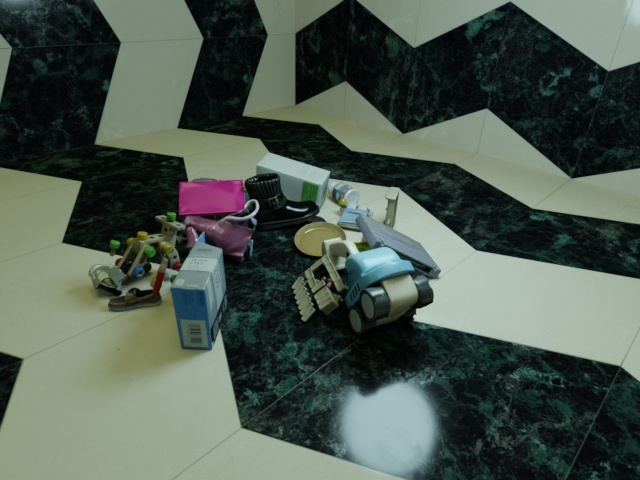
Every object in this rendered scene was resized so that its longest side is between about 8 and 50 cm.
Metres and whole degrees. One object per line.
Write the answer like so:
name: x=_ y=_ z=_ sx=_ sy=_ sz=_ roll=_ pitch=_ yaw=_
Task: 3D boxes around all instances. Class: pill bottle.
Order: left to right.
pill bottle: x=0.122 y=-0.262 z=2.379 sx=0.108 sy=0.107 sz=0.180 roll=-18 pitch=35 yaw=-31

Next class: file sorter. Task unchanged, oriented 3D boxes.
file sorter: x=-0.506 y=-0.150 z=2.038 sx=0.291 sy=0.182 sz=0.202 roll=-4 pitch=53 yaw=-12

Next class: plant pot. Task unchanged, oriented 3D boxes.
plant pot: x=0.000 y=0.000 z=1.958 sx=0.237 sy=0.032 sz=0.236 roll=-2 pitch=41 yaw=1

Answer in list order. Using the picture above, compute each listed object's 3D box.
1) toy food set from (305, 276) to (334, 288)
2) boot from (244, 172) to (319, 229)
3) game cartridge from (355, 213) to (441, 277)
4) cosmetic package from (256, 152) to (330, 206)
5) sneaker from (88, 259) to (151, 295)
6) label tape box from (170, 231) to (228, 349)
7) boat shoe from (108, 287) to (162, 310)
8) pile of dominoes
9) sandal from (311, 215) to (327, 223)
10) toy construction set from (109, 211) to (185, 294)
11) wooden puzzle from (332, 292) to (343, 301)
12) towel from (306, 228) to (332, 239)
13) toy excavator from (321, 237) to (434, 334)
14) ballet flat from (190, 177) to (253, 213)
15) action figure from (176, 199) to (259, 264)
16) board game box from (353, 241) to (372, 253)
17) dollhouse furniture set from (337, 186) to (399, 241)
toy food set: x=0.006 y=0.170 z=1.710 sx=0.122 sy=0.019 sz=0.078 roll=-6 pitch=31 yaw=-14
boot: x=-0.179 y=-0.208 z=2.082 sx=0.348 sy=0.260 sz=0.131 roll=-15 pitch=26 yaw=-17
game cartridge: x=0.317 y=0.023 z=1.785 sx=0.355 sy=0.068 sz=0.230 roll=24 pitch=19 yaw=-27
cosmetic package: x=-0.151 y=-0.309 z=2.293 sx=0.366 sy=0.196 sz=0.155 roll=17 pitch=41 yaw=10
sneaker: x=-0.758 y=0.154 z=1.657 sx=0.229 sy=0.086 sz=0.132 roll=-7 pitch=53 yaw=-36
label tape box: x=-0.389 y=0.160 z=1.475 sx=0.115 sy=0.249 sz=0.347 roll=3 pitch=30 yaw=3
boat shoe: x=-0.676 y=0.205 z=1.562 sx=0.183 sy=0.066 sz=0.066 roll=-7 pitch=31 yaw=-15
pile of dominoes: x=-0.007 y=0.182 z=1.605 sx=0.196 sy=0.040 sz=0.251 roll=-39 pitch=32 yaw=7
sandal: x=0.018 y=-0.060 z=2.101 sx=0.067 sy=0.040 sz=0.179 roll=-30 pitch=57 yaw=-35
toy construction set: x=-0.596 y=0.025 z=1.582 sx=0.258 sy=0.237 sz=0.309 roll=10 pitch=19 yaw=-39
wooden puzzle: x=0.046 y=0.219 z=1.641 sx=0.083 sy=0.006 sz=0.049 roll=16 pitch=33 yaw=23
towel: x=-0.007 y=-0.025 z=2.038 sx=0.120 sy=0.029 sz=0.067 roll=17 pitch=40 yaw=22
toy excavator: x=0.159 y=0.112 z=1.567 sx=0.223 sy=0.433 sz=0.445 roll=-11 pitch=64 yaw=-20
ballet flat: x=-0.444 y=-0.224 z=2.268 sx=0.483 sy=0.163 sz=0.182 roll=11 pitch=9 yaw=5
action figure: x=-0.464 y=-0.038 z=1.820 sx=0.370 sy=0.275 sz=0.248 roll=10 pitch=34 yaw=-13
board game box: x=0.192 y=0.055 z=1.850 sx=0.182 sy=0.092 sz=0.043 roll=-3 pitch=31 yaw=-8
dollhouse furniture set: x=0.206 y=-0.143 z=2.088 sx=0.304 sy=0.198 sz=0.286 roll=10 pitch=31 yaw=15
